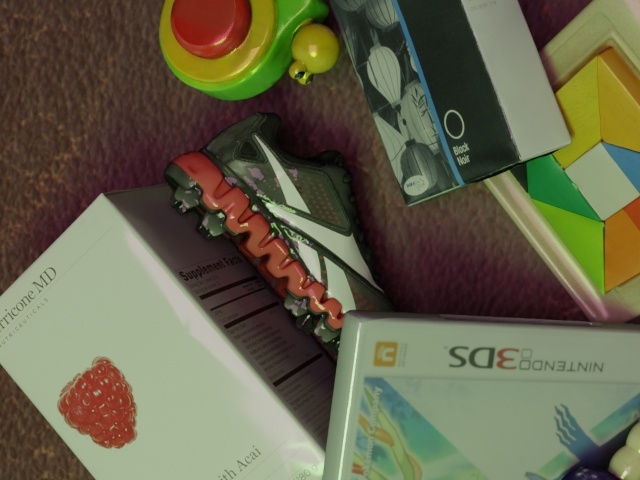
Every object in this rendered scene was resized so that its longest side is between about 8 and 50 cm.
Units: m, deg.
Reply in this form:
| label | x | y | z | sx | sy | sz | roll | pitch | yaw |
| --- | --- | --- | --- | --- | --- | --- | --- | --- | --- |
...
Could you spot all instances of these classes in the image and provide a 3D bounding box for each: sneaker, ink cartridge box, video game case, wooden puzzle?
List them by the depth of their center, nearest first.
| label | x | y | z | sx | sy | sz | roll | pitch | yaw |
| --- | --- | --- | --- | --- | --- | --- | --- | --- | --- |
| wooden puzzle | 0.230 | -0.055 | 1.026 | 0.221 | 0.044 | 0.238 | 54 | 142 | 5 |
| video game case | 0.139 | 0.224 | 1.054 | 0.299 | 0.036 | 0.329 | 4 | 99 | -22 |
| ink cartridge box | 0.076 | -0.204 | 1.060 | 0.165 | 0.065 | 0.333 | -23 | 87 | 59 |
| sneaker | 0.000 | 0.000 | 1.123 | 0.276 | 0.097 | 0.135 | 46 | 80 | -8 |

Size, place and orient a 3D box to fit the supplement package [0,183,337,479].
| label | x | y | z | sx | sy | sz | roll | pitch | yaw |
| --- | --- | --- | --- | --- | --- | --- | --- | --- | --- |
| supplement package | -0.119 | 0.117 | 1.133 | 0.177 | 0.175 | 0.293 | -43 | 83 | 16 |

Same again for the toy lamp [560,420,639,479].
| label | x | y | z | sx | sy | sz | roll | pitch | yaw |
| --- | --- | --- | --- | --- | --- | --- | --- | --- | --- |
| toy lamp | 0.297 | 0.102 | 1.036 | 0.080 | 0.080 | 0.275 | 38 | 87 | 9 |

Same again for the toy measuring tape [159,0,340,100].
| label | x | y | z | sx | sy | sz | roll | pitch | yaw |
| --- | --- | --- | --- | --- | --- | --- | --- | --- | --- |
| toy measuring tape | -0.132 | -0.203 | 1.143 | 0.330 | 0.121 | 0.121 | 24 | 102 | 21 |
